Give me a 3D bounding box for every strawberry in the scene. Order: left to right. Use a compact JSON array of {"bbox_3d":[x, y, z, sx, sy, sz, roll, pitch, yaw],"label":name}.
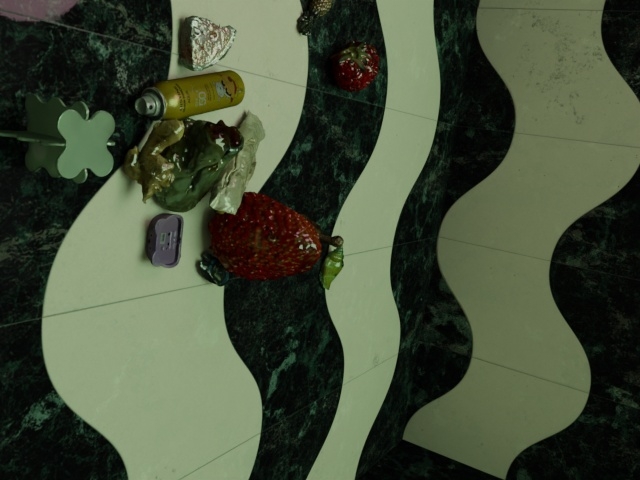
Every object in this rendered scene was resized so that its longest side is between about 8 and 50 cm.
[{"bbox_3d":[-0.170,-0.013,1.847,0.292,0.343,0.292,0,90,-39],"label":"strawberry"},{"bbox_3d":[0.128,-0.636,2.296,0.201,0.184,0.187,95,-14,-61],"label":"strawberry"}]

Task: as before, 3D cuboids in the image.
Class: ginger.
[{"bbox_3d":[-0.409,-0.209,1.559,0.214,0.133,0.059,-45,-175,-3],"label":"ginger"}]

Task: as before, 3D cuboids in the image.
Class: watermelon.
[{"bbox_3d":[-0.322,-0.548,1.659,0.187,0.071,0.139,-51,136,-24],"label":"watermelon"}]

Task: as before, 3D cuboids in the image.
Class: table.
[{"bbox_3d":[-0.547,-0.211,1.269,0.166,0.198,0.167,-33,130,-51],"label":"table"}]

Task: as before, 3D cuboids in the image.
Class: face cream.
[{"bbox_3d":[-0.348,-0.384,1.637,0.348,0.105,0.105,-31,127,-51],"label":"face cream"}]

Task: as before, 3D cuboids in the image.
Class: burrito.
[{"bbox_3d":[-0.242,-0.225,1.842,0.117,0.076,0.392,50,41,-40],"label":"burrito"}]

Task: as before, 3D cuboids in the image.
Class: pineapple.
[{"bbox_3d":[-0.024,-0.765,2.082,0.159,0.074,0.074,-58,147,-15],"label":"pineapple"}]

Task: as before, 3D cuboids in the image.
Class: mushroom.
[{"bbox_3d":[0.000,0.000,2.282,0.227,0.217,0.148,27,78,-60],"label":"mushroom"}]

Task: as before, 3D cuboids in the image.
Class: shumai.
[{"bbox_3d":[-0.327,-0.195,1.660,0.222,0.203,0.272,-25,127,-53],"label":"shumai"}]

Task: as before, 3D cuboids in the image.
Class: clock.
[{"bbox_3d":[-0.437,0.000,1.697,0.110,0.050,0.153,-8,108,-59],"label":"clock"}]

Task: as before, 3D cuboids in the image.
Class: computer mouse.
[{"bbox_3d":[-0.337,0.093,1.916,0.135,0.047,0.079,52,45,-41],"label":"computer mouse"}]

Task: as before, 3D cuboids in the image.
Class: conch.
[{"bbox_3d":[0.048,0.105,2.567,0.095,0.079,0.201,26,87,-41],"label":"conch"}]
